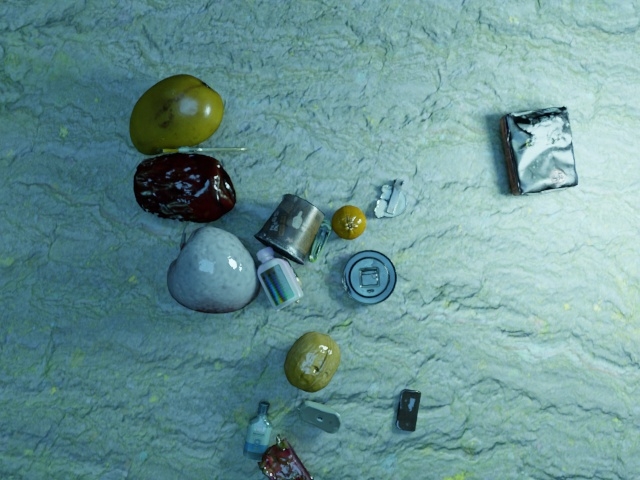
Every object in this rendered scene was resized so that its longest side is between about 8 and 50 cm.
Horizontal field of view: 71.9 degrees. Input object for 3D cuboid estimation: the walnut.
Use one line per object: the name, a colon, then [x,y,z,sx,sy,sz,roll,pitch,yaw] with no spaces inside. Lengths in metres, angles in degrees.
walnut: [-0.028,0.450,1.635,0.193,0.193,0.225,40,85,2]

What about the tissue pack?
tissue pack: [0.839,-0.344,1.705,0.245,0.123,0.332,-8,87,-3]

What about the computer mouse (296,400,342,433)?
computer mouse: [-0.006,0.668,1.685,0.182,0.056,0.089,18,89,7]

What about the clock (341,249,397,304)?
clock: [0.188,0.143,1.718,0.215,0.042,0.214,0,87,-1]

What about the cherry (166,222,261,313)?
cherry: [-0.380,0.108,1.596,0.335,0.291,0.326,11,118,1]

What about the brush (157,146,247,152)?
brush: [-0.433,-0.343,1.660,0.337,0.085,0.020,-9,106,-34]

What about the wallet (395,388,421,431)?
wallet: [0.340,0.655,1.705,0.082,0.018,0.156,8,87,-1]

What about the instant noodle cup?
instant noodle cup: [-0.107,-0.047,1.651,0.218,0.217,0.207,31,81,1]

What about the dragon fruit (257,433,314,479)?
dragon fruit: [-0.139,0.831,1.596,0.147,0.211,0.282,-35,117,-12]

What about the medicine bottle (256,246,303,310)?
medicine bottle: [-0.157,0.131,1.581,0.115,0.078,0.219,-29,82,15]

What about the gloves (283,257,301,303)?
gloves: [-0.139,0.164,1.682,0.106,0.129,0.180,-25,82,8]

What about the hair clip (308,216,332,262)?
hair clip: [0.000,0.000,1.728,0.060,0.033,0.188,22,85,-1]

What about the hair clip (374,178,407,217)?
hair clip: [0.283,-0.158,1.732,0.116,0.049,0.172,17,90,5]

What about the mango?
mango: [-0.550,-0.465,1.660,0.378,0.221,0.263,-29,94,7]

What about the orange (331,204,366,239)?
orange: [0.110,-0.069,1.692,0.136,0.117,0.135,0,86,-7]

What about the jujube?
jujube: [-0.503,-0.197,1.636,0.377,0.258,0.258,6,87,-1]

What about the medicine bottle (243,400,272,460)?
medicine bottle: [-0.233,0.724,1.681,0.090,0.054,0.208,11,87,0]
